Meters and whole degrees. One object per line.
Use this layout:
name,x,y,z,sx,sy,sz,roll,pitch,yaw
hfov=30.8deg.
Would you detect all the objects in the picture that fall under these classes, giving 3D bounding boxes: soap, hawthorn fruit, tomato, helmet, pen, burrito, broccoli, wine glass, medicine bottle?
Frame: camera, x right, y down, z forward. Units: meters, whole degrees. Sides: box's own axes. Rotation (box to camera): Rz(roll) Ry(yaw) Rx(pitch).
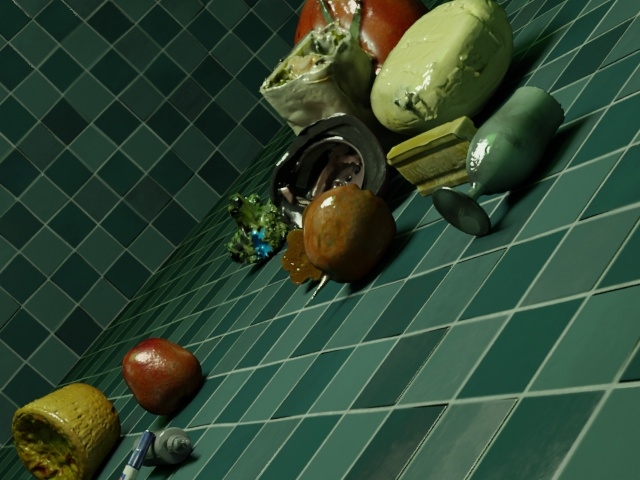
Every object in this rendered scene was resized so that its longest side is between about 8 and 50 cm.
soap,0.184,-0.123,1.742,0.037,0.092,0.252,-52,12,-17
hawthorn fruit,-0.289,0.238,2.098,0.133,0.138,0.133,-47,9,10
tomato,0.105,-0.422,2.529,0.341,0.341,0.273,-38,0,36
helmet,0.033,-0.105,2.039,0.253,0.198,0.154,-40,-14,25
pen,-0.305,0.385,1.776,0.204,0.025,0.025,-66,15,-12
burrito,0.059,-0.230,2.115,0.135,0.332,0.190,16,66,48
broccoli,-0.143,-0.036,2.497,0.167,0.160,0.154,-31,43,20
wine glass,0.235,-0.107,1.502,0.202,0.093,0.093,-50,12,-21
hawthorn fruit,0.040,0.004,1.778,0.149,0.149,0.189,-95,15,-76
medicine bottle,-0.240,0.323,1.817,0.057,0.057,0.199,-52,11,-26

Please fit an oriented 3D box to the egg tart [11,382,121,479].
egg tart,-0.481,0.376,2.254,0.202,0.202,0.147,-36,0,42

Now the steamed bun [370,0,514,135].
steamed bun,0.224,-0.284,2.006,0.232,0.166,0.273,-3,49,58

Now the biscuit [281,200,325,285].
biscuit,0.000,0.000,1.969,0.026,0.124,0.175,2,-41,-51
